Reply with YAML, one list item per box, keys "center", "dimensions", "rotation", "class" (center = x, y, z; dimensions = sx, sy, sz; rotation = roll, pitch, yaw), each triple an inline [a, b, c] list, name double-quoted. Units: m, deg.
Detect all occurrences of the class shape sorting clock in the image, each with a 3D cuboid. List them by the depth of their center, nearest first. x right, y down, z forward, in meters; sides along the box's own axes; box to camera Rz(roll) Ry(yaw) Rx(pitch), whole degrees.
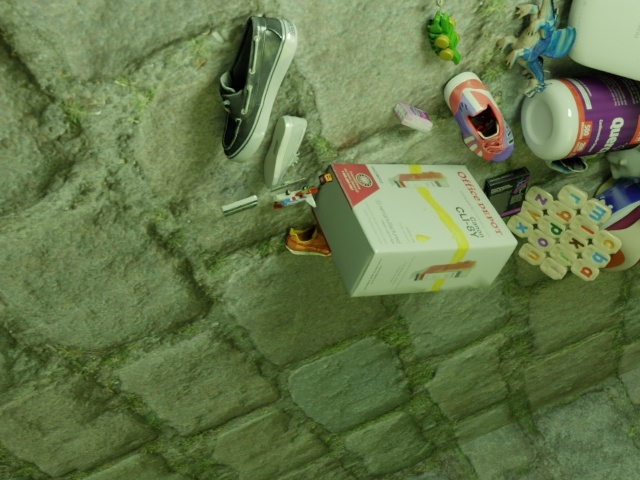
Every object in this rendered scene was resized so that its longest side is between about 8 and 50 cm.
- center: [0.877, -0.151, 2.199]
  dimensions: [0.206, 0.040, 0.206]
  rotation: [-14, 149, -8]
  class: "shape sorting clock"

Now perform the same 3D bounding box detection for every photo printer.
- center: [0.652, -0.440, 1.529]
  dimensions: [0.307, 0.107, 0.256]
  rotation: [20, 135, 14]
  class: "photo printer"

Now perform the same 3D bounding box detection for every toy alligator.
- center: [0.231, -0.410, 1.510]
  dimensions: [0.051, 0.056, 0.190]
  rotation: [8, 155, 28]
  class: "toy alligator"

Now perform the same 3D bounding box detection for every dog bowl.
- center: [0.874, -0.062, 2.196]
  dimensions: [0.265, 0.104, 0.265]
  rotation: [-14, 148, -9]
  class: "dog bowl"

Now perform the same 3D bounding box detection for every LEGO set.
- center: [-0.090, -0.083, 1.678]
  dimensions: [0.244, 0.060, 0.182]
  rotation: [-20, 178, -7]
  class: "LEGO set"

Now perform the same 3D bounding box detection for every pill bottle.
- center: [0.637, -0.288, 1.772]
  dimensions: [0.323, 0.181, 0.181]
  rotation: [-9, 142, -18]
  class: "pill bottle"

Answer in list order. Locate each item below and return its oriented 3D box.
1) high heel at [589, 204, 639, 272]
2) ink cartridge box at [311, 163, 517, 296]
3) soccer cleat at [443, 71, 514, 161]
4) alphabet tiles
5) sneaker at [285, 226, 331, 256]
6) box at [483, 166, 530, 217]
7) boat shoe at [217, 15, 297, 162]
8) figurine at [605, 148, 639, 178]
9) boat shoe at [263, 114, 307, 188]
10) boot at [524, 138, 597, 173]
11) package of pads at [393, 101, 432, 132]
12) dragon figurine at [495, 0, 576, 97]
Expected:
- center: [0.861, -0.038, 2.038]
  dimensions: [0.181, 0.127, 0.377]
  rotation: [-31, 170, -30]
  class: "high heel"
- center: [0.212, -0.033, 1.787]
  dimensions: [0.384, 0.279, 0.160]
  rotation: [-2, 138, -27]
  class: "ink cartridge box"
- center: [0.371, -0.246, 1.735]
  dimensions: [0.108, 0.116, 0.318]
  rotation: [-32, 143, 12]
  class: "soccer cleat"
- center: [0.654, -0.020, 2.091]
  dimensions: [0.021, 0.278, 0.284]
  rotation: [-42, 162, -44]
  class: "alphabet tiles"
- center: [0.000, 0.000, 1.896]
  dimensions: [0.175, 0.064, 0.067]
  rotation: [-1, 129, -32]
  class: "sneaker"
- center: [0.483, -0.117, 2.039]
  dimensions: [0.116, 0.029, 0.162]
  rotation: [-17, 145, -10]
  class: "box"
- center: [-0.142, -0.274, 1.429]
  dimensions: [0.102, 0.108, 0.301]
  rotation: [2, 135, -31]
  class: "boat shoe"
- center: [0.884, -0.204, 1.993]
  dimensions: [0.215, 0.209, 0.092]
  rotation: [-10, 102, -17]
  class: "figurine"
- center: [-0.073, -0.183, 1.627]
  dimensions: [0.063, 0.066, 0.184]
  rotation: [-2, 130, -25]
  class: "boat shoe"
- center: [0.623, -0.211, 1.913]
  dimensions: [0.258, 0.123, 0.095]
  rotation: [3, 137, -31]
  class: "boot"
- center: [0.200, -0.265, 1.674]
  dimensions: [0.083, 0.050, 0.032]
  rotation: [13, 131, -39]
  class: "package of pads"
- center: [0.462, -0.423, 1.587]
  dimensions: [0.144, 0.085, 0.289]
  rotation: [-2, 140, -26]
  class: "dragon figurine"
